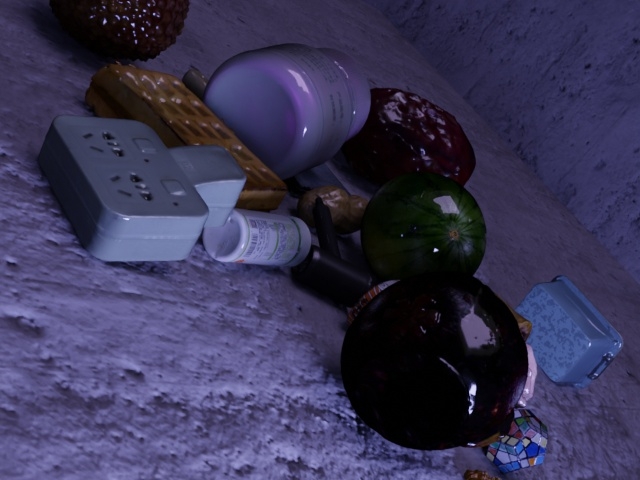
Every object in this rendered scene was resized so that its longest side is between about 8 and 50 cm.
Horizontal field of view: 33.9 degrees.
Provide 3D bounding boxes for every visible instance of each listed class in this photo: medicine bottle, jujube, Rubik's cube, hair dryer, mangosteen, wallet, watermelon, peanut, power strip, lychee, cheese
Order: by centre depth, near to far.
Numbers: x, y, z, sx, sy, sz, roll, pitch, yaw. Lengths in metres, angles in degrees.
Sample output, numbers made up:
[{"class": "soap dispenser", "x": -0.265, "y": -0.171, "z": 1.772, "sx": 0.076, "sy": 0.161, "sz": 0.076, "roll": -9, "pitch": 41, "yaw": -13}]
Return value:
[{"class": "power strip", "x": -0.247, "y": -0.061, "z": 1.487, "sx": 0.261, "sy": 0.141, "sz": 0.229, "roll": -1, "pitch": 42, "yaw": -42}, {"class": "mangosteen", "x": 0.167, "y": 0.193, "z": 1.506, "sx": 0.287, "sy": 0.287, "sz": 0.233, "roll": 40, "pitch": 29, "yaw": -1}, {"class": "medicine bottle", "x": -0.098, "y": -0.004, "z": 1.650, "sx": 0.086, "sy": 0.086, "sz": 0.183, "roll": 50, "pitch": 21, "yaw": 26}, {"class": "Rubik's cube", "x": 0.316, "y": 0.324, "z": 1.697, "sx": 0.111, "sy": 0.093, "sz": 0.111, "roll": 34, "pitch": 20, "yaw": -14}, {"class": "hair dryer", "x": 0.000, "y": 0.000, "z": 1.819, "sx": 0.128, "sy": 0.070, "sz": 0.255, "roll": 27, "pitch": 29, "yaw": -31}, {"class": "lychee", "x": -0.354, "y": -0.443, "z": 1.894, "sx": 0.267, "sy": 0.267, "sz": 0.267, "roll": 35, "pitch": 20, "yaw": -15}, {"class": "watermelon", "x": 0.192, "y": -0.010, "z": 1.964, "sx": 0.242, "sy": 0.242, "sz": 0.242, "roll": 35, "pitch": 20, "yaw": -15}, {"class": "medicine bottle", "x": -0.054, "y": -0.249, "z": 1.970, "sx": 0.241, "sy": 0.241, "sz": 0.302, "roll": 44, "pitch": 30, "yaw": 10}, {"class": "peanut", "x": 0.031, "y": -0.059, "z": 2.002, "sx": 0.193, "sy": 0.089, "sz": 0.089, "roll": 10, "pitch": 36, "yaw": -55}, {"class": "cheese", "x": -0.199, "y": -0.270, "z": 2.098, "sx": 0.194, "sy": 0.043, "sz": 0.065, "roll": 45, "pitch": 21, "yaw": 13}, {"class": "wallet", "x": -0.032, "y": -0.139, "z": 2.139, "sx": 0.167, "sy": 0.036, "sz": 0.222, "roll": 50, "pitch": 20, "yaw": 28}, {"class": "jujube", "x": 0.203, "y": -0.215, "z": 2.459, "sx": 0.377, "sy": 0.258, "sz": 0.258, "roll": 17, "pitch": 30, "yaw": -36}]

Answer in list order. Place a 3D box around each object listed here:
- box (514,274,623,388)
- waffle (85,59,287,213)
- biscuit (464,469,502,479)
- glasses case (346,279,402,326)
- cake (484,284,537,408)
[{"class": "box", "x": 0.522, "y": 0.197, "z": 2.261, "sx": 0.130, "sy": 0.162, "sz": 0.227, "roll": 2, "pitch": 41, "yaw": -45}, {"class": "waffle", "x": -0.223, "y": -0.157, "z": 1.742, "sx": 0.328, "sy": 0.098, "sz": 0.224, "roll": 45, "pitch": 19, "yaw": 18}, {"class": "biscuit", "x": 0.307, "y": 0.418, "z": 1.577, "sx": 0.206, "sy": 0.025, "sz": 0.126, "roll": 31, "pitch": 22, "yaw": -24}, {"class": "glasses case", "x": 0.136, "y": 0.117, "z": 1.795, "sx": 0.067, "sy": 0.103, "sz": 0.267, "roll": 48, "pitch": 20, "yaw": 25}, {"class": "cake", "x": 0.286, "y": 0.196, "z": 1.739, "sx": 0.178, "sy": 0.207, "sz": 0.185, "roll": 35, "pitch": -15, "yaw": 22}]
